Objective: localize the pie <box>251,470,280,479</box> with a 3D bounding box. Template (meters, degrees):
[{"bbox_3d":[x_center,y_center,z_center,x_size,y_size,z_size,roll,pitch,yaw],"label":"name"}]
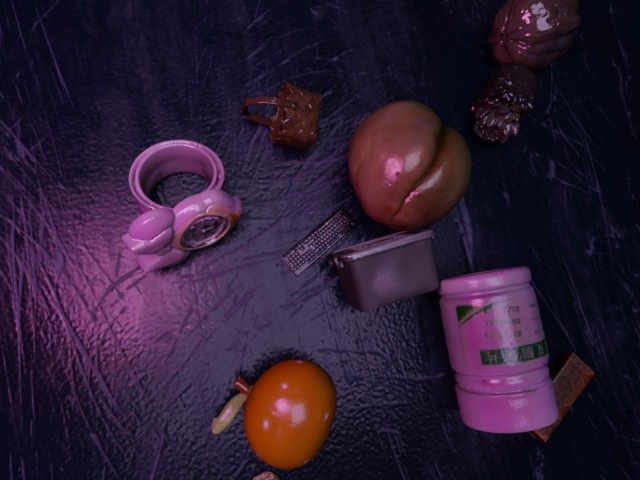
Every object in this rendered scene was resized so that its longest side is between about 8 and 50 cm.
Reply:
[{"bbox_3d":[-0.120,0.545,0.928,0.084,0.020,0.085,2,81,-10],"label":"pie"}]

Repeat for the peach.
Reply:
[{"bbox_3d":[0.196,-0.162,0.974,0.291,0.247,0.293,-2,94,-28],"label":"peach"}]

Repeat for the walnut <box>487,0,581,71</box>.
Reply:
[{"bbox_3d":[0.559,-0.553,1.119,0.223,0.224,0.225,1,82,-10],"label":"walnut"}]

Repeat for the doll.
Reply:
[{"bbox_3d":[-0.088,0.339,0.879,0.235,0.213,0.214,19,79,7],"label":"doll"}]

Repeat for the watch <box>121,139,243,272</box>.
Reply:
[{"bbox_3d":[-0.313,-0.083,0.917,0.248,0.211,0.218,-27,69,-20],"label":"watch"}]

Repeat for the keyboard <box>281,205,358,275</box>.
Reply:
[{"bbox_3d":[0.000,0.000,1.032,0.198,0.010,0.064,-41,88,-13],"label":"keyboard"}]

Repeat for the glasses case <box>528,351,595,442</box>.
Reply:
[{"bbox_3d":[0.577,0.383,1.060,0.075,0.049,0.218,43,77,5],"label":"glasses case"}]

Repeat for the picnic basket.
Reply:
[{"bbox_3d":[-0.093,-0.295,0.995,0.178,0.128,0.138,9,79,-18],"label":"picnic basket"}]

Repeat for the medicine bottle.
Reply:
[{"bbox_3d":[0.392,0.232,0.966,0.211,0.212,0.326,-7,83,-11],"label":"medicine bottle"}]

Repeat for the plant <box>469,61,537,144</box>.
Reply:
[{"bbox_3d":[0.471,-0.352,1.104,0.129,0.132,0.195,27,74,-3],"label":"plant"}]

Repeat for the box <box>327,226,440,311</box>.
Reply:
[{"bbox_3d":[0.151,0.064,0.981,0.243,0.163,0.135,-16,94,-13],"label":"box"}]
